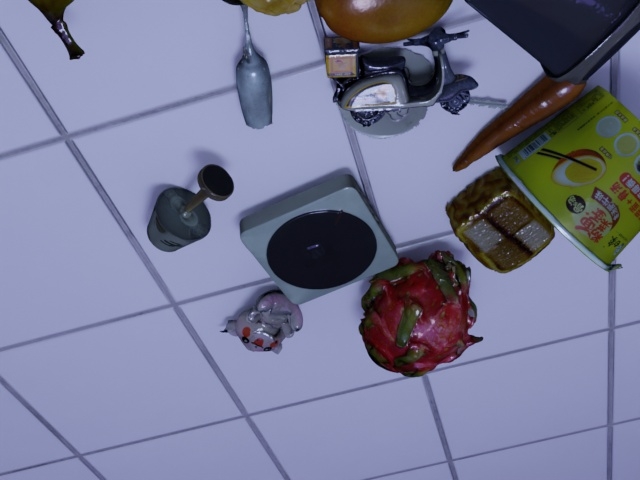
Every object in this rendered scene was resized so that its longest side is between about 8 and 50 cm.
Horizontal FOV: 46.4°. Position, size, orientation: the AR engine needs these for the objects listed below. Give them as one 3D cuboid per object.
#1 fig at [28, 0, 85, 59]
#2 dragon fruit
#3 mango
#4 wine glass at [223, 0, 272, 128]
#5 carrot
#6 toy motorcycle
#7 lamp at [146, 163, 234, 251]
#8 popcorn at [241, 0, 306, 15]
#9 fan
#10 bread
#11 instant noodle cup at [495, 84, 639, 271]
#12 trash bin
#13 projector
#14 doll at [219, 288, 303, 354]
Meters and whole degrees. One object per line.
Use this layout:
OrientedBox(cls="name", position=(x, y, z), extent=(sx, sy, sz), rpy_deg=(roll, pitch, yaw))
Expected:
OrientedBox(cls="fig", position=(-0.383, -0.393, 1.068), extent=(0.170, 0.145, 0.274), rpy_deg=(0, 126, 1))
OrientedBox(cls="dragon fruit", position=(0.215, 0.161, 1.647), extent=(0.231, 0.237, 0.303), rpy_deg=(-3, 127, -35))
OrientedBox(cls="mango", position=(0.098, -0.381, 1.170), extent=(0.221, 0.120, 0.151), rpy_deg=(5, 138, -12))
OrientedBox(cls="wine glass", position=(-0.118, -0.299, 1.261), extent=(0.074, 0.074, 0.262), rpy_deg=(-6, 136, -2))
OrientedBox(cls="carrot", position=(0.372, -0.232, 1.403), extent=(0.069, 0.069, 0.336), rpy_deg=(30, 130, -31))
OrientedBox(cls="toy motorcycle", position=(0.142, -0.283, 1.287), extent=(0.263, 0.091, 0.157), rpy_deg=(-4, 127, 1))
OrientedBox(cls="lamp", position=(-0.252, -0.059, 1.431), extent=(0.121, 0.121, 0.214), rpy_deg=(25, 139, -28))
OrientedBox(cls="popcorn", position=(-0.076, -0.420, 1.088), extent=(0.180, 0.170, 0.180), rpy_deg=(-18, 147, -12))
OrientedBox(cls="fan", position=(0.189, -0.264, 1.373), extent=(0.329, 0.009, 0.191), rpy_deg=(3, 131, -7))
OrientedBox(cls="bread", position=(0.375, -0.036, 1.565), extent=(0.181, 0.096, 0.222), rpy_deg=(-37, 128, 22))
OrientedBox(cls="instant noodle cup", position=(0.511, -0.123, 1.375), extent=(0.311, 0.311, 0.221), rpy_deg=(32, 114, -32))
OrientedBox(cls="trash bin", position=(0.374, -0.386, 1.167), extent=(0.290, 0.182, 0.209), rpy_deg=(26, 128, -23))
OrientedBox(cls="projector", position=(0.000, 0.000, 1.556), extent=(0.259, 0.079, 0.257), rpy_deg=(-22, 133, 14))
OrientedBox(cls="doll", position=(-0.126, 0.186, 1.712), extent=(0.149, 0.095, 0.192), rpy_deg=(25, 128, -20))
